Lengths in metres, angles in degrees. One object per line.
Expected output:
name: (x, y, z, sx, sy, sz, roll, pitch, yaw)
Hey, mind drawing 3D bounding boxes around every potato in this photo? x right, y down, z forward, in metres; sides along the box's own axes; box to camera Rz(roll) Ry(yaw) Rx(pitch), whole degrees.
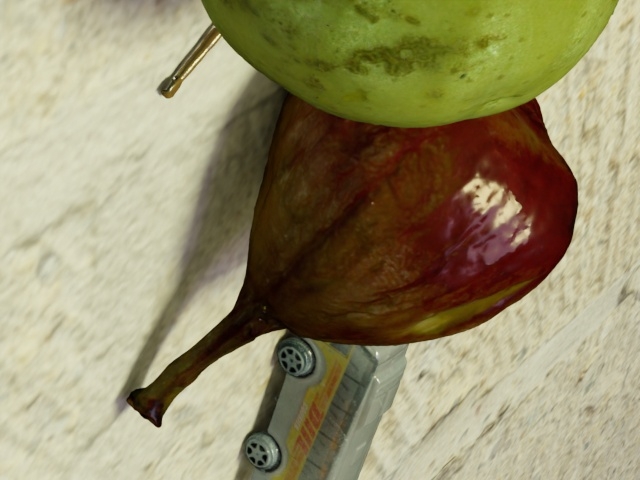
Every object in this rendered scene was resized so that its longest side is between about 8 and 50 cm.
potato: (0.044, -0.180, 0.834, 0.216, 0.216, 0.304, -41, 159, -34)

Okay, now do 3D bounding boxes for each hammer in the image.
hammer: (-0.041, -0.121, 1.004, 0.123, 0.014, 0.029, -50, 149, -8)

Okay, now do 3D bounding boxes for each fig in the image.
fig: (0.028, 0.014, 1.128, 0.290, 0.190, 0.190, -63, 158, 14)

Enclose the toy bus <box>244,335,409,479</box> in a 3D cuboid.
toy bus: (0.003, 0.118, 1.347, 0.064, 0.075, 0.190, -28, 146, -49)
